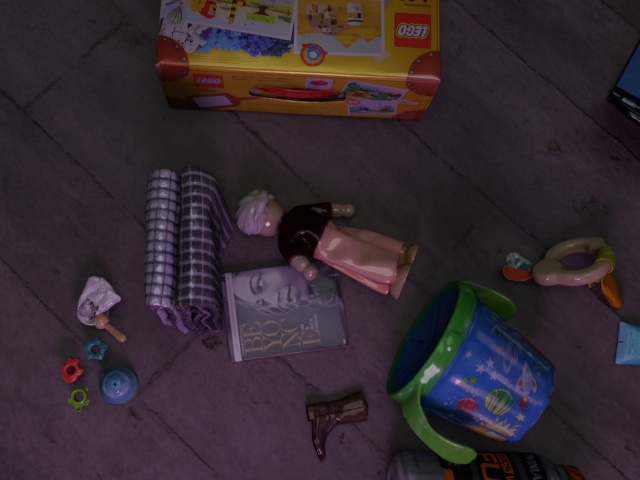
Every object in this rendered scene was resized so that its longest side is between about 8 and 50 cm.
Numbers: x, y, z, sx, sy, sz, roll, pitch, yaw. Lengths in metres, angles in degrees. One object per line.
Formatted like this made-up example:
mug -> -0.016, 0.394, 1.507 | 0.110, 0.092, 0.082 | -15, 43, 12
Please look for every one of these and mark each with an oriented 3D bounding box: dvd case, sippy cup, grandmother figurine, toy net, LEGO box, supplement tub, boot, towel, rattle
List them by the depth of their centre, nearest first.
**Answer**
supplement tub -> 0.275, 0.452, 1.268 | 0.315, 0.193, 0.194 | 2, 78, -4
towel -> -0.214, 0.028, 1.282 | 0.121, 0.284, 0.235 | -3, 75, -1
sippy cup -> 0.267, 0.224, 1.304 | 0.224, 0.240, 0.306 | 32, 83, -3
toy net -> -0.402, 0.182, 1.360 | 0.122, 0.045, 0.232 | -11, 77, -4
boot -> 0.039, 0.333, 1.361 | 0.114, 0.037, 0.107 | -10, 81, -11
grandmother figurine -> 0.000, 0.000, 1.392 | 0.342, 0.104, 0.208 | 23, 34, 7
dvd case -> -0.067, 0.129, 1.405 | 0.221, 0.018, 0.165 | -7, 78, -5
LEGO box -> -0.038, -0.446, 1.443 | 0.499, 0.193, 0.373 | 2, 77, -3
rattle -> 0.458, 0.078, 1.446 | 0.199, 0.143, 0.130 | -20, 47, 7

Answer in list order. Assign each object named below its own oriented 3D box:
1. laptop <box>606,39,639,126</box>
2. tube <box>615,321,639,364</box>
laptop -> 0.783, -0.265, 1.444 | 0.381, 0.408, 0.236 | 31, 111, 4
tube -> 0.661, 0.209, 1.423 | 0.206, 0.052, 0.080 | 10, 72, 4
